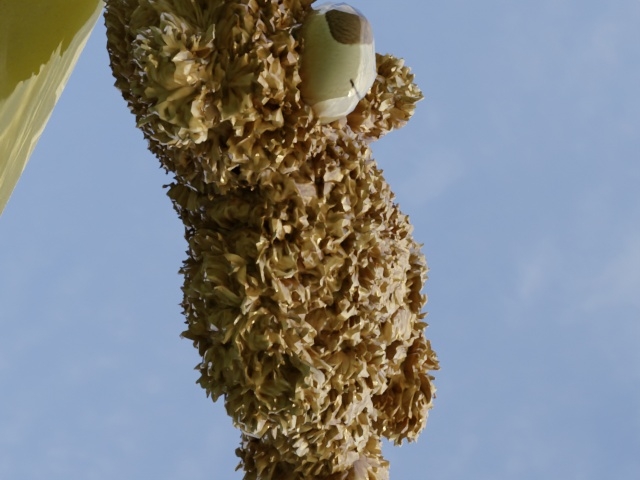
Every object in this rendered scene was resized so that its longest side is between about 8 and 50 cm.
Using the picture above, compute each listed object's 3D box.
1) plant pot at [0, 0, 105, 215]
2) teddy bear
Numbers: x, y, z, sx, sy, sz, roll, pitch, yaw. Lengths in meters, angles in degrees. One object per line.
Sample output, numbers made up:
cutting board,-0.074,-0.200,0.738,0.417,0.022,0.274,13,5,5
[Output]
plant pot,-0.270,-0.144,0.944,0.212,0.187,0.212,48,-61,35
teddy bear,0.000,0.000,0.861,0.113,0.245,0.338,3,-70,31
